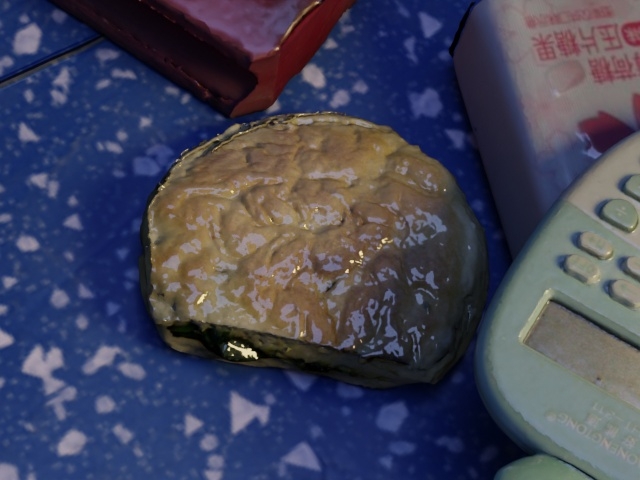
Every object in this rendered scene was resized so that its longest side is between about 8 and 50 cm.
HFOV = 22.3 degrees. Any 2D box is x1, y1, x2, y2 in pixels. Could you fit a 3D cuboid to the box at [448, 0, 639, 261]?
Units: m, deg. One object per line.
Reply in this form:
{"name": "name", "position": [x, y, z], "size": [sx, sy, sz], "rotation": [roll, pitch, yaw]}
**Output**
{"name": "box", "position": [0.217, -0.002, 1.002], "size": [0.190, 0.112, 0.369], "rotation": [-9, 67, -14]}

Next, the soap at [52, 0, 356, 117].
{"name": "soap", "position": [-0.099, -0.207, 1.059], "size": [0.250, 0.099, 0.162], "rotation": [32, 71, 7]}

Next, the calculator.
{"name": "calculator", "position": [0.189, 0.054, 0.893], "size": [0.184, 0.042, 0.295], "rotation": [30, 67, 12]}

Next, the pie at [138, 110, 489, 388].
{"name": "pie", "position": [0.000, -0.002, 0.999], "size": [0.218, 0.052, 0.185], "rotation": [12, 65, -1]}
